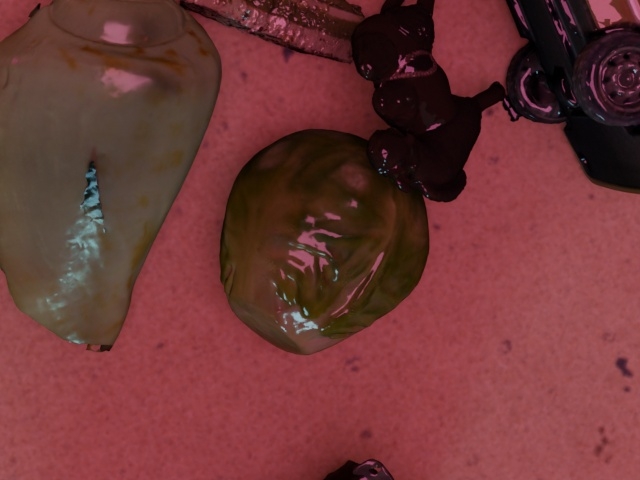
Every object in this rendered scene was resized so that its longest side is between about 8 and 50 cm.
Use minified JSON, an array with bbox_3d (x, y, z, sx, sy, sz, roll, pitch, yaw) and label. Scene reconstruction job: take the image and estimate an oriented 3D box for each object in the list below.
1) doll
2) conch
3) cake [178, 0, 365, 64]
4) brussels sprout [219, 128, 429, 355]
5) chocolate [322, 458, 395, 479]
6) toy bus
[{"bbox_3d":[0.065,-0.095,1.220,0.057,0.165,0.139,-23,103,33],"label":"doll"},{"bbox_3d":[-0.163,-0.064,1.218,0.143,0.137,0.251,17,112,-35],"label":"conch"},{"bbox_3d":[-0.036,-0.165,1.263,0.140,0.055,0.051,20,90,-26],"label":"cake"},{"bbox_3d":[0.000,-0.001,1.233,0.155,0.117,0.155,1,86,-18],"label":"brussels sprout"},{"bbox_3d":[-0.060,0.270,1.249,0.321,0.112,0.112,-35,96,-3],"label":"chocolate"},{"bbox_3d":[0.197,-0.225,1.220,0.201,0.177,0.365,-26,100,-9],"label":"toy bus"}]
